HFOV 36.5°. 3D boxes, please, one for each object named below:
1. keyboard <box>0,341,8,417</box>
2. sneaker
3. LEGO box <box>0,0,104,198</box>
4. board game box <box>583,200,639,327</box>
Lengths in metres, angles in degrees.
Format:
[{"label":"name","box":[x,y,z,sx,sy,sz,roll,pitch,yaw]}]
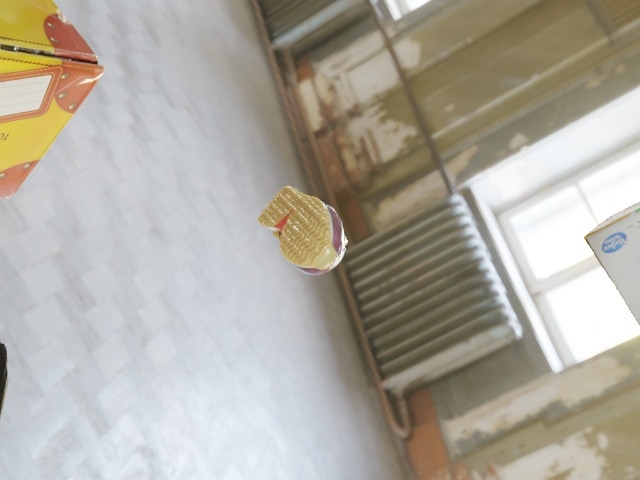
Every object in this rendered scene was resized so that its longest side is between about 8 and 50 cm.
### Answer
[{"label":"keyboard","box":[-0.324,0.100,0.524,0.317,0.033,0.202,29,55,-40]},{"label":"sneaker","box":[0.000,0.000,0.981,0.084,0.069,0.185,38,5,-24]},{"label":"LEGO box","box":[-0.486,-0.223,0.784,0.372,0.193,0.500,51,25,17]},{"label":"board game box","box":[0.421,0.076,0.870,0.064,0.242,0.317,-29,88,-44]}]
